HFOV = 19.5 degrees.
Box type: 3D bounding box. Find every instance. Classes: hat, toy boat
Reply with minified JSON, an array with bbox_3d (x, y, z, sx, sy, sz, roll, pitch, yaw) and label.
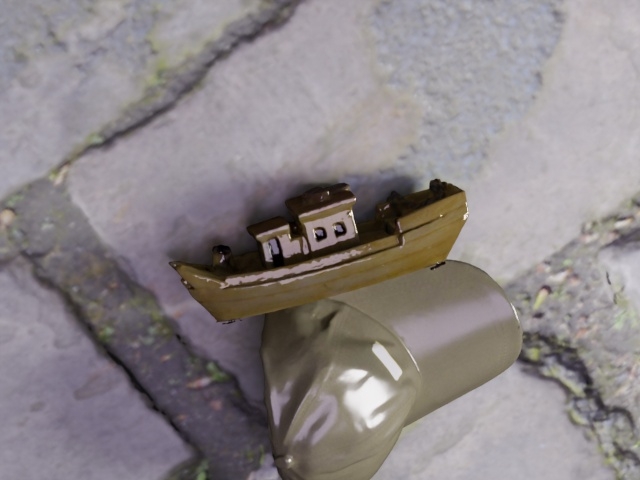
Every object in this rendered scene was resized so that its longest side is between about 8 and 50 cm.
[{"bbox_3d":[0.056,0.104,1.312,0.173,0.144,0.166,-11,124,13],"label":"hat"},{"bbox_3d":[0.000,0.000,1.271,0.206,0.064,0.072,-15,106,-10],"label":"toy boat"}]
